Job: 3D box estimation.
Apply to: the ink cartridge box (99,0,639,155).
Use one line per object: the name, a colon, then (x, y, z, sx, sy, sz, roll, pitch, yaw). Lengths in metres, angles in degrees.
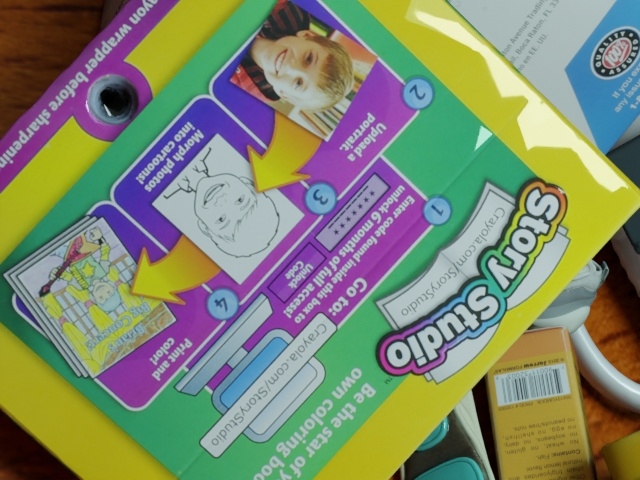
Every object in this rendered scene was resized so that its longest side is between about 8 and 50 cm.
ink cartridge box: (0.058, -0.185, 0.914, 0.394, 0.285, 0.166, 24, 29, -23)

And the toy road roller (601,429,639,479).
toy road roller: (0.368, 0.220, 0.885, 0.329, 0.240, 0.203, 27, 40, -66)

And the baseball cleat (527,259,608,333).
baseball cleat: (0.140, 0.016, 0.940, 0.205, 0.109, 0.072, 12, 26, -25)

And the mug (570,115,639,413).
mug: (0.397, 0.029, 1.093, 0.374, 0.276, 0.328, -19, 75, -11)

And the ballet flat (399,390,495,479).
ballet flat: (0.102, 0.174, 0.888, 0.086, 0.086, 0.249, 10, 56, -32)

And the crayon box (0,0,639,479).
crayon box: (-0.036, -0.002, 0.728, 0.313, 0.106, 0.363, 43, 89, -8)

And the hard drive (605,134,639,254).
hard drive: (0.316, -0.060, 1.000, 0.022, 0.135, 0.094, 14, 49, -61)

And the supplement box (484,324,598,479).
supplement box: (0.183, 0.191, 0.915, 0.078, 0.080, 0.234, 57, 27, -56)
